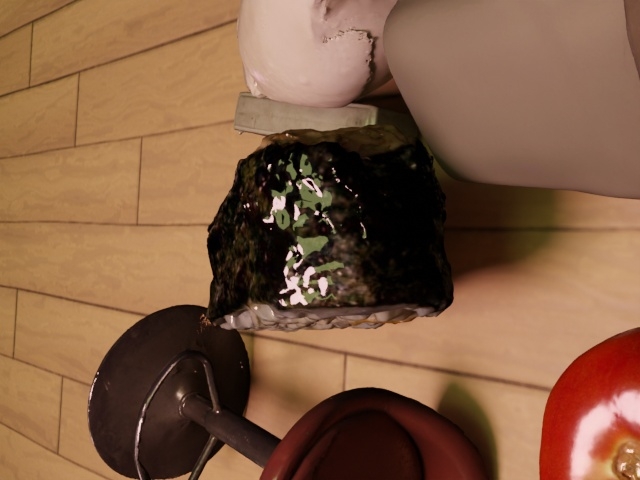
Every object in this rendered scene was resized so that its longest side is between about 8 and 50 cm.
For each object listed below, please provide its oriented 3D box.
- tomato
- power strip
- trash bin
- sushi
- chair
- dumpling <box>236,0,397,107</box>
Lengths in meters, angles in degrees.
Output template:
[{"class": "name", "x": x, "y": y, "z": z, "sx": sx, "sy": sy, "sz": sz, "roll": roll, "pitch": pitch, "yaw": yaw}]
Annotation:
[{"class": "tomato", "x": 0.246, "y": 0.157, "z": 0.532, "sx": 0.195, "sy": 0.136, "sz": 0.195, "roll": -8, "pitch": 79, "yaw": 46}, {"class": "power strip", "x": 0.000, "y": -0.132, "z": 0.867, "sx": 0.272, "sy": 0.078, "sz": 0.052, "roll": 16, "pitch": 98, "yaw": 48}, {"class": "trash bin", "x": 0.194, "y": -0.141, "z": 0.538, "sx": 0.250, "sy": 0.220, "sz": 0.219, "roll": 7, "pitch": 133, "yaw": 55}, {"class": "sushi", "x": 0.000, "y": 0.000, "z": 0.730, "sx": 0.350, "sy": 0.211, "sz": 0.170, "roll": 142, "pitch": 127, "yaw": -74}, {"class": "chair", "x": -0.049, "y": 0.217, "z": 0.789, "sx": 0.401, "sy": 0.227, "sz": 0.226, "roll": 14, "pitch": 98, "yaw": 47}, {"class": "dumpling", "x": 0.041, "y": -0.251, "z": 0.738, "sx": 0.181, "sy": 0.260, "sz": 0.341, "roll": 39, "pitch": 162, "yaw": 16}]
